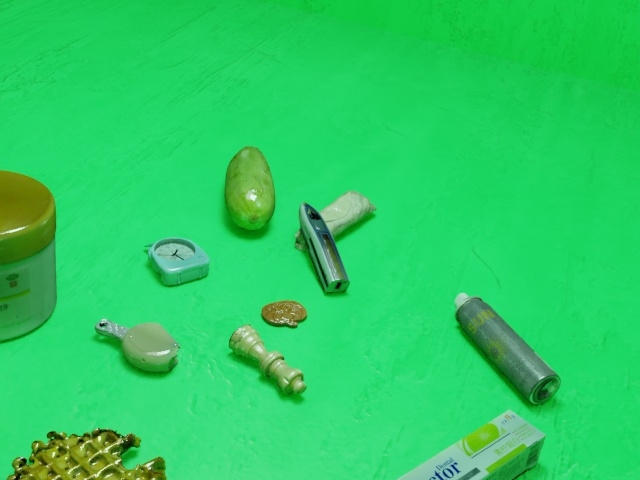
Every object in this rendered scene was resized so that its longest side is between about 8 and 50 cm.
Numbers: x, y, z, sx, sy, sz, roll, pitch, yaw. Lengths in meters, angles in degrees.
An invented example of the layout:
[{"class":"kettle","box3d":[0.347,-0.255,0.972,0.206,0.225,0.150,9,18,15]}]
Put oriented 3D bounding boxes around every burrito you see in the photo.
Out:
[{"class":"burrito","box3d":[0.033,-0.049,1.966,0.082,0.059,0.275,29,38,23]}]

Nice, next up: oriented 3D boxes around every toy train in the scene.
[{"class":"toy train","box3d":[0.000,0.000,1.827,0.055,0.048,0.251,-4,51,-22]}]

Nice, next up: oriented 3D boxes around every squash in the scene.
[{"class":"squash","box3d":[-0.169,-0.144,2.012,0.118,0.118,0.370,3,31,-9]}]

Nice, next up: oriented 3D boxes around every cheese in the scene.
[{"class":"cheese","box3d":[-0.321,0.177,1.532,0.171,0.047,0.092,31,38,32]}]

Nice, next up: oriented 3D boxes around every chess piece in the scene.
[{"class":"chess piece","box3d":[-0.089,0.218,1.524,0.060,0.060,0.172,-23,46,-40]}]

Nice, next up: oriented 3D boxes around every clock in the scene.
[{"class":"clock","box3d":[-0.304,0.032,1.768,0.108,0.045,0.147,-15,38,-34]}]

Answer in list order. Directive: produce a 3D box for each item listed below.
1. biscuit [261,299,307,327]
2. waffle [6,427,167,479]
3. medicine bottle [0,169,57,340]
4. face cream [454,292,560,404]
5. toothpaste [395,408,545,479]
[{"class":"biscuit","box3d":[-0.069,0.144,1.678,0.091,0.015,0.078,-13,38,-30]},{"class":"waffle","box3d":[-0.338,0.360,1.241,0.232,0.051,0.228,5,35,-6]},{"class":"medicine bottle","box3d":[-0.595,0.025,1.531,0.238,0.231,0.238,7,31,-4]},{"class":"face cream","box3d":[0.345,0.197,1.644,0.073,0.073,0.283,-8,36,-25]},{"class":"toothpaste","box3d":[0.220,0.373,1.344,0.337,0.067,0.081,-19,39,-37]}]
